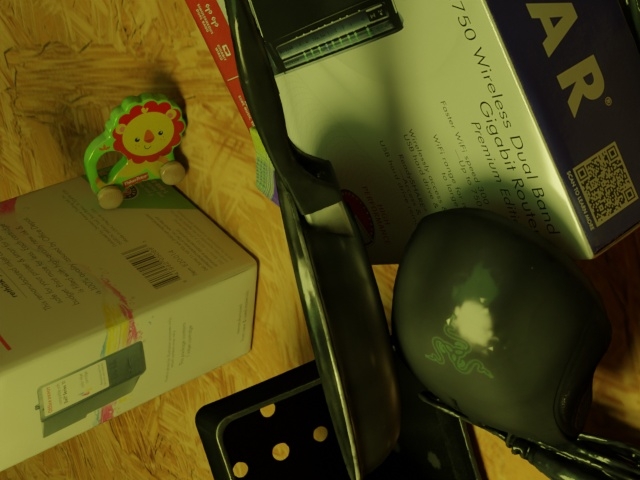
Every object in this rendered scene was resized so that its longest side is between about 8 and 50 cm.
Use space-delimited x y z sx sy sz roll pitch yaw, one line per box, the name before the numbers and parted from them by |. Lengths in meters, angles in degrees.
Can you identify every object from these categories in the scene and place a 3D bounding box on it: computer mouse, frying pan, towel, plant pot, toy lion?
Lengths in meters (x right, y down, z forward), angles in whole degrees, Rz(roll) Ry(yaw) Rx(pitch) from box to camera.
computer mouse | 0.105 0.082 0.647 0.188 0.072 0.272 27 159 28
frying pan | -0.004 -0.009 0.645 0.197 0.053 0.326 -113 11 -66
towel | -0.020 -0.036 0.755 0.083 0.009 0.060 43 152 30
plant pot | 0.001 0.180 0.880 0.167 0.188 0.188 4 112 66
toy lion | -0.169 -0.087 1.016 0.034 0.100 0.096 53 161 44

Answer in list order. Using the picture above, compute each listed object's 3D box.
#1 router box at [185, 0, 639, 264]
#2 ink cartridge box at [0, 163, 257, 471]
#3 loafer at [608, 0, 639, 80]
router box | 0.024 -0.151 0.659 0.301 0.082 0.336 -5 114 62
ink cartridge box | -0.256 0.068 0.989 0.207 0.353 0.119 40 136 34
loafer | 0.161 -0.140 0.581 0.061 0.062 0.170 -5 103 58
